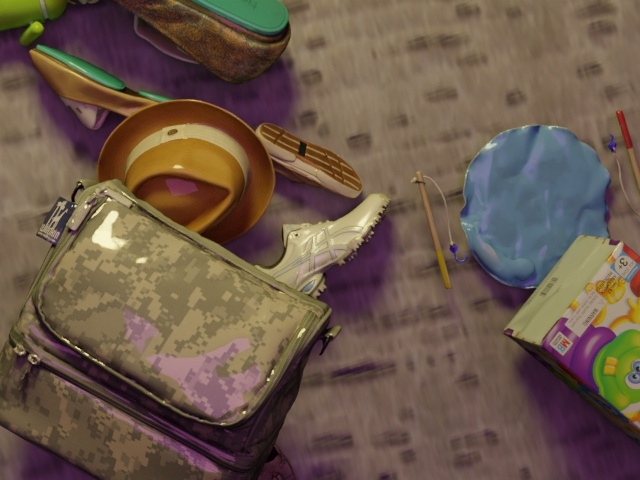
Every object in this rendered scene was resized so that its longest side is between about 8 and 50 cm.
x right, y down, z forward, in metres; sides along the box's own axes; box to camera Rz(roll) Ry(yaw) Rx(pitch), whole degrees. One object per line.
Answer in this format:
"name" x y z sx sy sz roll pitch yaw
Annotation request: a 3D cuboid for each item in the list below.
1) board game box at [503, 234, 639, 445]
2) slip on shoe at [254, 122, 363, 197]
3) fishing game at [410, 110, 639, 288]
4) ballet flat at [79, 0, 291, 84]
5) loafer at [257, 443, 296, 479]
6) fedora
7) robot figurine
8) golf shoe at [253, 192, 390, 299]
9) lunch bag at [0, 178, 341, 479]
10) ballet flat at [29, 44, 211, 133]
"board game box" 0.361 0.137 1.645 0.275 0.142 0.144 39 86 -9
"slip on shoe" -0.018 -0.081 1.686 0.135 0.051 0.041 26 127 -11
"fishing game" 0.242 -0.037 1.706 0.264 0.041 0.189 -21 98 -10
"ballet flat" -0.198 -0.281 1.638 0.348 0.123 0.123 31 87 -7
"loafer" -0.064 0.235 1.674 0.045 0.039 0.125 -27 91 -5
"fedora" -0.146 -0.055 1.620 0.194 0.079 0.194 1 119 1
"robot figurine" -0.326 -0.266 1.650 0.115 0.067 0.101 -12 78 -5
"golf shoe" 0.000 0.000 1.673 0.086 0.069 0.176 43 85 4
"lunch bag" -0.162 0.108 1.545 0.305 0.212 0.256 30 104 6
"ballet flat" -0.216 -0.141 1.654 0.232 0.080 0.073 21 99 -3
